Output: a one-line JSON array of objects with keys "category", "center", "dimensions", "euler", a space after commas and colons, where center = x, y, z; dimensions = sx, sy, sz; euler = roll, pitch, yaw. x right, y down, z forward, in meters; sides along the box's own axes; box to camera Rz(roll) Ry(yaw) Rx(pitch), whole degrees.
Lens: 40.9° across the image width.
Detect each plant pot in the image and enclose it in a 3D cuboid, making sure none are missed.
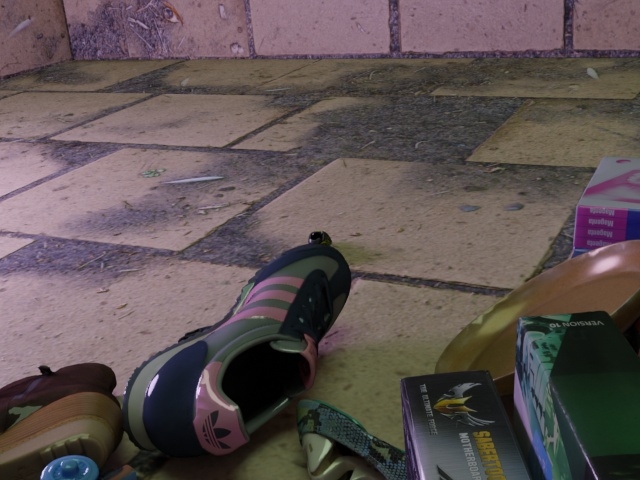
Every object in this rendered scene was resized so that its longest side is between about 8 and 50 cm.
[{"category": "plant pot", "center": [0.214, 0.077, 0.802], "dimensions": [0.236, 0.032, 0.236], "euler": [-34, 5, 4]}]

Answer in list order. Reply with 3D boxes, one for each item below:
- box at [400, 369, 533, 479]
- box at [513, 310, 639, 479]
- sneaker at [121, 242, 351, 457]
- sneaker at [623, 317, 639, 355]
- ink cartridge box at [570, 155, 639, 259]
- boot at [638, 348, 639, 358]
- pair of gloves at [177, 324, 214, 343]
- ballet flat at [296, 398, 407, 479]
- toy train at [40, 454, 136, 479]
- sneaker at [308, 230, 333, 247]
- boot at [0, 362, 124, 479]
[{"category": "box", "center": [0.084, 0.202, 0.436], "dimensions": [0.056, 0.183, 0.231], "euler": [-6, 21, 1]}, {"category": "box", "center": [0.139, 0.203, 0.354], "dimensions": [0.058, 0.232, 0.322], "euler": [-5, 21, 0]}, {"category": "sneaker", "center": [-0.034, 0.101, 0.816], "dimensions": [0.131, 0.112, 0.319], "euler": [-1, 28, 37]}, {"category": "sneaker", "center": [0.328, 0.128, 0.684], "dimensions": [0.135, 0.098, 0.276], "euler": [-6, 20, 3]}, {"category": "ink cartridge box", "center": [0.503, -0.032, 1.097], "dimensions": [0.324, 0.072, 0.330], "euler": [5, 22, 24]}, {"category": "boot", "center": [0.308, 0.134, 0.512], "dimensions": [0.220, 0.109, 0.284], "euler": [8, 59, 9]}, {"category": "pair of gloves", "center": [-0.114, 0.111, 0.949], "dimensions": [0.074, 0.010, 0.083], "euler": [-16, 23, -25]}, {"category": "ballet flat", "center": [0.028, 0.180, 0.676], "dimensions": [0.070, 0.070, 0.188], "euler": [-22, 23, -36]}, {"category": "toy train", "center": [-0.195, 0.224, 0.597], "dimensions": [0.105, 0.080, 0.184], "euler": [23, 32, 35]}, {"category": "sneaker", "center": [0.000, 0.000, 1.172], "dimensions": [0.031, 0.035, 0.083], "euler": [-2, 21, 5]}, {"category": "boot", "center": [-0.298, 0.180, 0.757], "dimensions": [0.248, 0.090, 0.207], "euler": [-12, 10, -12]}]
